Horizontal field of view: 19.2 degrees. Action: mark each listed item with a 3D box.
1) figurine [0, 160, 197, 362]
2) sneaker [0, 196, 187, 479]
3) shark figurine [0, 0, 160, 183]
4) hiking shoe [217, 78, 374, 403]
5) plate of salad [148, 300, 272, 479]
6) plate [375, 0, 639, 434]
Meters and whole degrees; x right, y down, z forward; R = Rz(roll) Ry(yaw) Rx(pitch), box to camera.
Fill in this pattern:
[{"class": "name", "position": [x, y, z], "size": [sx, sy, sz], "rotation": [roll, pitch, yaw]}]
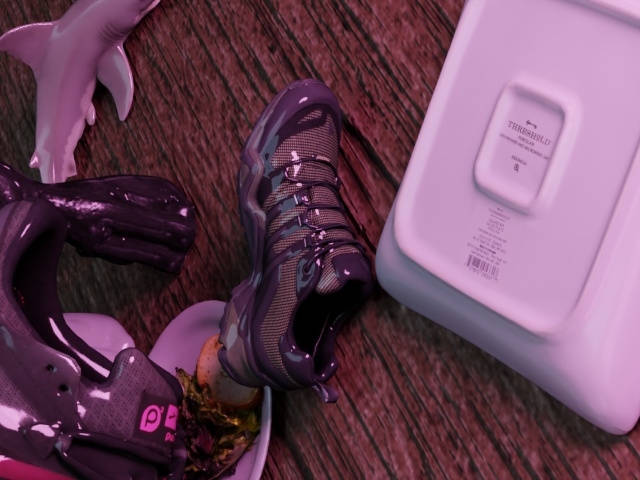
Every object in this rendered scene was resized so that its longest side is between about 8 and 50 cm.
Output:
[{"class": "figurine", "position": [-0.236, 0.034, 1.531], "size": [0.092, 0.209, 0.215], "rotation": [45, 117, 50]}, {"class": "sneaker", "position": [-0.179, 0.181, 1.344], "size": [0.202, 0.185, 0.483], "rotation": [-25, 79, 5]}, {"class": "shark figurine", "position": [-0.238, -0.131, 1.670], "size": [0.166, 0.116, 0.278], "rotation": [26, 99, 55]}, {"class": "hiking shoe", "position": [0.000, 0.000, 1.347], "size": [0.114, 0.086, 0.227], "rotation": [10, 94, 41]}, {"class": "plate of salad", "position": [-0.104, 0.143, 1.457], "size": [0.200, 0.048, 0.200], "rotation": [-19, 66, 49]}, {"class": "plate", "position": [0.141, -0.055, 1.188], "size": [0.277, 0.045, 0.278], "rotation": [32, 106, 52]}]
